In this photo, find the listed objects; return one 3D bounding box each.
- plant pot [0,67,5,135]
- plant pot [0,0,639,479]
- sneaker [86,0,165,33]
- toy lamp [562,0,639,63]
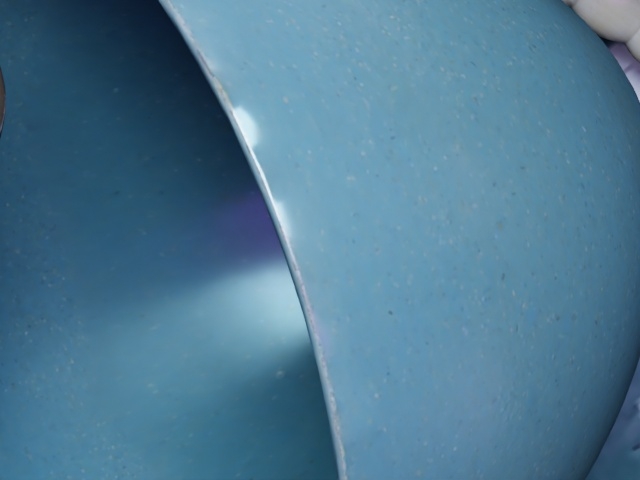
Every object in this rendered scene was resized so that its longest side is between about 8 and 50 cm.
[{"bbox_3d":[-0.201,0.007,0.507,0.215,0.215,0.230,45,125,-4],"label":"plant pot"},{"bbox_3d":[0.000,0.000,0.555,0.195,0.290,0.290,-19,94,-31],"label":"plant pot"},{"bbox_3d":[-0.151,-0.119,0.606,0.236,0.104,0.095,4,92,-4],"label":"sneaker"},{"bbox_3d":[0.117,-0.087,0.634,0.275,0.080,0.080,34,91,-4],"label":"toy lamp"}]
